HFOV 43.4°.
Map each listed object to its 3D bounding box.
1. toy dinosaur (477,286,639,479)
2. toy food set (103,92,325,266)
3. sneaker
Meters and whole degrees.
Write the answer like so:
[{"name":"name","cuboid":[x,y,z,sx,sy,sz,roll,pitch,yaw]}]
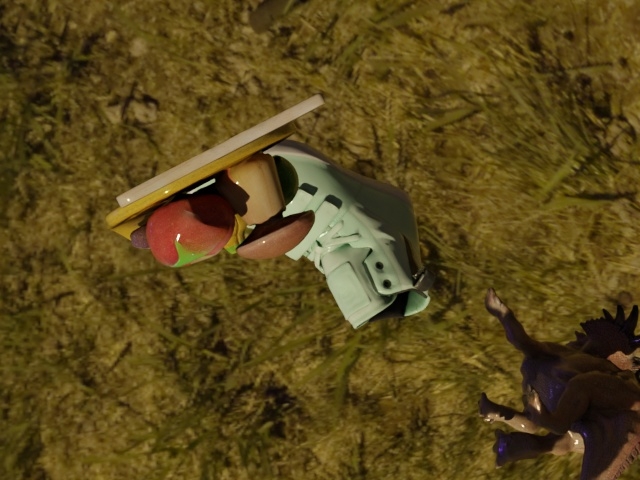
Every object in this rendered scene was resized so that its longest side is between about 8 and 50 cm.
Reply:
[{"name":"toy dinosaur","cuboid":[0.270,0.151,0.794,0.200,0.296,0.127,5,116,-6]},{"name":"toy food set","cuboid":[-0.060,-0.015,0.495,0.128,0.218,0.071,-29,96,-13]},{"name":"sneaker","cuboid":[0.001,0.000,0.746,0.094,0.255,0.151,-49,41,39]}]
